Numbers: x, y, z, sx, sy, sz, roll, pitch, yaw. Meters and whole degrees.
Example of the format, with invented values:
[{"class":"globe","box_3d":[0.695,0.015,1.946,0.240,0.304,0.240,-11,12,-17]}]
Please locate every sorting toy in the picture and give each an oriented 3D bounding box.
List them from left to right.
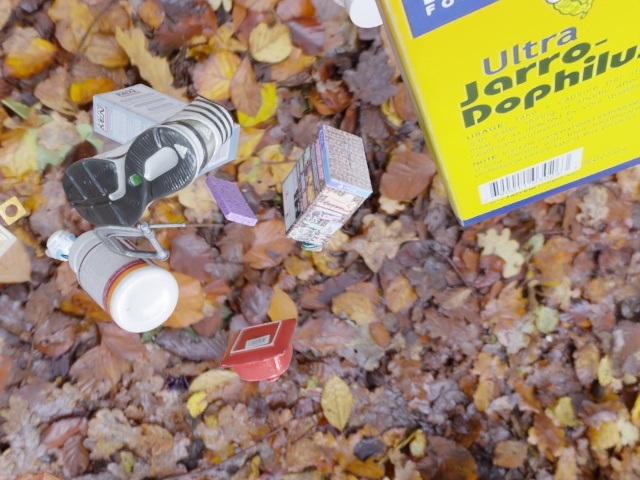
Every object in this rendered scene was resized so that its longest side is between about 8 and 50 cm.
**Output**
[{"class":"sorting toy","box_3d":[-0.951,0.011,1.523,0.347,0.047,0.196,-57,145,-22]}]

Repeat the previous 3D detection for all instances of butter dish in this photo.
[{"class":"butter dish","box_3d":[-0.124,0.264,1.257,0.160,0.160,0.118,-13,109,13]}]

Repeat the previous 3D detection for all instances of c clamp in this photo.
[{"class":"c clamp","box_3d":[-0.274,0.004,0.860,0.137,0.160,0.022,4,70,-9]}]

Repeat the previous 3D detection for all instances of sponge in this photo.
[{"class":"sponge","box_3d":[-0.296,-0.133,1.847,0.117,0.210,0.031,15,120,-45]}]

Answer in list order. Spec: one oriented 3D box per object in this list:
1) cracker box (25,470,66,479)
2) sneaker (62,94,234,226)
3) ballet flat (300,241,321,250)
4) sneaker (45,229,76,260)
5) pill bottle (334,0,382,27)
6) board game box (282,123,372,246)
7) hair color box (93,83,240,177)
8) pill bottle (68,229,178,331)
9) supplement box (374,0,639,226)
[{"class":"cracker box","box_3d":[-0.415,0.407,0.686,0.232,0.155,0.067,-31,127,16]},{"class":"sneaker","box_3d":[-0.355,-0.173,1.229,0.169,0.447,0.257,61,38,-18]},{"class":"ballet flat","box_3d":[0.000,0.000,1.921,0.213,0.072,0.068,-43,146,-50]},{"class":"sneaker","box_3d":[-0.743,0.027,1.620,0.086,0.237,0.085,47,69,-11]},{"class":"pill bottle","box_3d":[0.093,-0.818,1.577,0.229,0.229,0.407,-15,69,-16]},{"class":"board game box","box_3d":[0.010,-0.164,1.730,0.141,0.291,0.232,15,49,-26]},{"class":"hair color box","box_3d":[-0.438,-0.320,1.585,0.374,0.185,0.113,26,124,18]},{"class":"pill bottle","box_3d":[-0.360,0.064,1.002,0.121,0.221,0.121,-23,126,-36]},{"class":"supplement box","box_3d":[0.149,-0.183,0.436,0.195,0.356,0.194,-21,66,13]}]
